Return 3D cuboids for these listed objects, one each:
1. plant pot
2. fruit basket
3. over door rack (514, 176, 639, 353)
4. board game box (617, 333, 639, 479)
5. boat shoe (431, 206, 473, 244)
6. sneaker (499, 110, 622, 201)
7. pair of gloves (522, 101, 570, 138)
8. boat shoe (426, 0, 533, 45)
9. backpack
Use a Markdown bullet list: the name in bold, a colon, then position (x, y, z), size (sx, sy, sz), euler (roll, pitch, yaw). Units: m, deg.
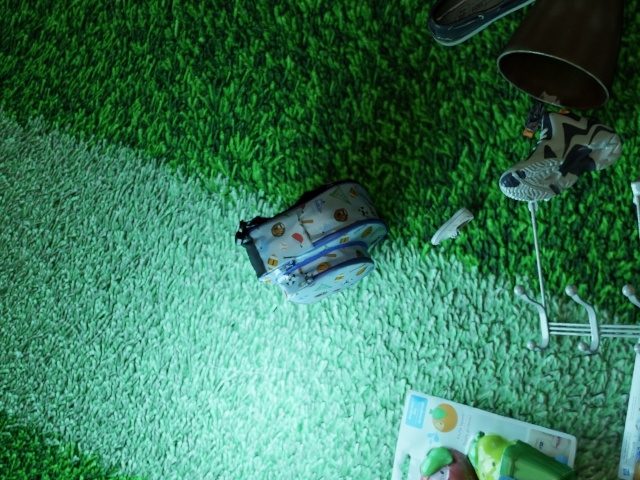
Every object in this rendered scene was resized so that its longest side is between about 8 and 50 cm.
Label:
- **plant pot**: position (0.471, -0.396, 1.748), size (0.215, 0.215, 0.230), euler (20, 81, 21)
- **fruit basket**: position (0.289, 0.485, 1.791), size (0.353, 0.165, 0.327), euler (12, 92, 25)
- **over door rack**: position (0.481, 0.046, 1.721), size (0.239, 0.108, 0.324), euler (-2, 87, 44)
- **board game box**: position (0.667, 0.275, 1.642), size (0.233, 0.078, 0.347), euler (9, 91, 48)
- **boat shoe**: position (0.267, -0.022, 1.890), size (0.100, 0.035, 0.035), euler (-44, 70, 8)
- **sneaker**: position (0.426, -0.168, 1.765), size (0.235, 0.094, 0.153), euler (-29, 34, 3)
- **pair of gloves**: position (0.442, -0.228, 1.840), size (0.083, 0.010, 0.074), euler (21, 98, 23)
- **boat shoe**: position (0.347, -0.514, 1.835), size (0.340, 0.113, 0.127), euler (-31, 77, 18)
- **backpack**: position (0.000, 0.000, 1.884), size (0.263, 0.276, 0.213), euler (-36, 80, 10)
